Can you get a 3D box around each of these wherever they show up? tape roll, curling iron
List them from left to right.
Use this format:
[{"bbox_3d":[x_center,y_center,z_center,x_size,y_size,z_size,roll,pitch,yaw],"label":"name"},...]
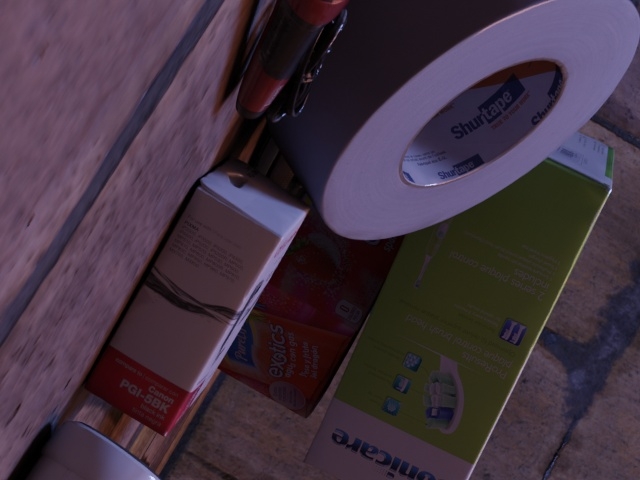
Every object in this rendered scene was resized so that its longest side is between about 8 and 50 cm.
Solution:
[{"bbox_3d":[0.004,-0.121,0.580,0.068,0.035,0.274,-63,-179,-22],"label":"curling iron"},{"bbox_3d":[0.078,-0.094,0.845,0.219,0.072,0.219,-27,158,-12],"label":"tape roll"}]

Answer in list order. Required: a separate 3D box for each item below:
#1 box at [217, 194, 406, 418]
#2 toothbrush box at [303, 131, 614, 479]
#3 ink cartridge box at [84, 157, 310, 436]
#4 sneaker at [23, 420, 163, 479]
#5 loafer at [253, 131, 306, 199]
[{"bbox_3d":[0.000,0.000,1.161,0.257,0.128,0.122,-58,175,-46],"label":"box"},{"bbox_3d":[0.112,0.045,1.092,0.283,0.122,0.206,-65,173,14],"label":"toothbrush box"},{"bbox_3d":[-0.067,0.030,0.806,0.135,0.056,0.099,-59,178,15],"label":"ink cartridge box"},{"bbox_3d":[-0.149,0.199,0.828,0.123,0.106,0.290,-55,167,-21],"label":"sneaker"},{"bbox_3d":[0.030,-0.103,0.935,0.096,0.084,0.267,-59,179,-46],"label":"loafer"}]
